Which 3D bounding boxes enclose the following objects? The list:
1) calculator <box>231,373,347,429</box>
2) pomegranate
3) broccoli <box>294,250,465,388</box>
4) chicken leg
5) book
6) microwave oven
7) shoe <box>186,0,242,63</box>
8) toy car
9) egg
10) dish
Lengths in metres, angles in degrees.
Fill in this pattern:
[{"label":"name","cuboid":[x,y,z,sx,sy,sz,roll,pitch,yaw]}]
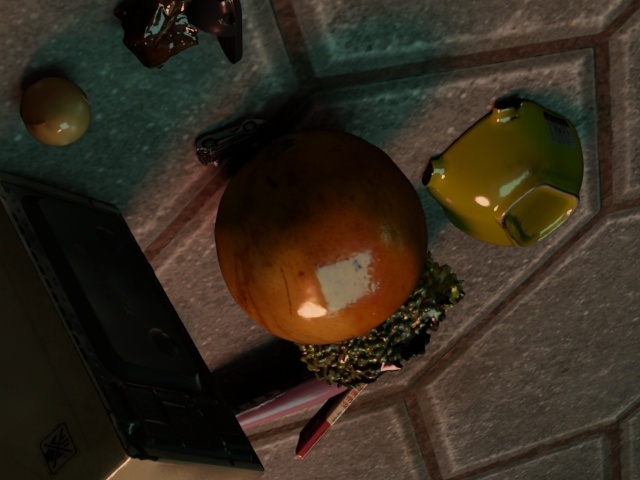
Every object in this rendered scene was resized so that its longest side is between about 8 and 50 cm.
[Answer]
[{"label":"calculator","cuboid":[-0.083,0.247,2.170,0.294,0.043,0.194,-22,177,-9]},{"label":"pomegranate","cuboid":[0.000,0.000,1.761,0.264,0.264,0.264,-23,148,-16]},{"label":"broccoli","cuboid":[0.061,0.069,2.064,0.242,0.273,0.180,-32,105,17]},{"label":"chicken leg","cuboid":[-0.125,-0.276,1.421,0.113,0.093,0.304,17,134,-9]},{"label":"book","cuboid":[0.046,0.222,2.222,0.232,0.022,0.162,-49,-178,4]},{"label":"microwave oven","cuboid":[-0.296,0.180,1.614,0.333,0.394,0.247,-43,147,18]},{"label":"shoe","cuboid":[-0.114,-0.231,1.530,0.053,0.062,0.159,-24,152,-10]},{"label":"toy car","cuboid":[-0.102,-0.117,1.731,0.093,0.025,0.041,-23,149,-10]},{"label":"egg","cuboid":[-0.267,-0.129,1.510,0.071,0.083,0.071,-12,118,-24]},{"label":"dish","cuboid":[0.274,-0.073,2.054,0.221,0.108,0.262,-41,148,12]}]
